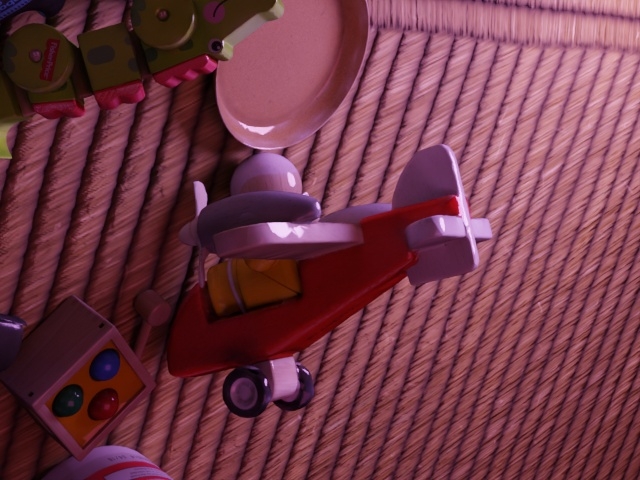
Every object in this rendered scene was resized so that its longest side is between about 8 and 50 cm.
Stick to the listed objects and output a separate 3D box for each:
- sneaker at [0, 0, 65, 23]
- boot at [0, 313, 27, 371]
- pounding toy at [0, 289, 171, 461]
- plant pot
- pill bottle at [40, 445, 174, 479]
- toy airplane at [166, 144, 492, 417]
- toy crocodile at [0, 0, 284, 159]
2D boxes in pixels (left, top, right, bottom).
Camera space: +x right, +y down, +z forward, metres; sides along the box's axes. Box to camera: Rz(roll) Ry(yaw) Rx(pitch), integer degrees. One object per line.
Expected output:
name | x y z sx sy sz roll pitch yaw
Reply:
sneaker | -0.364 -0.225 1.499 0.340 0.125 0.140 -17 148 -29
boot | -0.396 0.155 1.770 0.198 0.077 0.137 -59 147 3
pounding toy | -0.239 0.148 1.914 0.206 0.094 0.181 -45 140 -15
plant pot | -0.039 -0.219 1.929 0.236 0.032 0.236 -26 132 -33
pill bottle | -0.168 0.431 1.930 0.229 0.407 0.229 -27 133 -34
toy airplane | 0.000 0.000 1.927 0.384 0.272 0.386 -25 163 -24
toy crocodile | -0.197 -0.176 1.634 0.340 0.105 0.115 -18 177 1
